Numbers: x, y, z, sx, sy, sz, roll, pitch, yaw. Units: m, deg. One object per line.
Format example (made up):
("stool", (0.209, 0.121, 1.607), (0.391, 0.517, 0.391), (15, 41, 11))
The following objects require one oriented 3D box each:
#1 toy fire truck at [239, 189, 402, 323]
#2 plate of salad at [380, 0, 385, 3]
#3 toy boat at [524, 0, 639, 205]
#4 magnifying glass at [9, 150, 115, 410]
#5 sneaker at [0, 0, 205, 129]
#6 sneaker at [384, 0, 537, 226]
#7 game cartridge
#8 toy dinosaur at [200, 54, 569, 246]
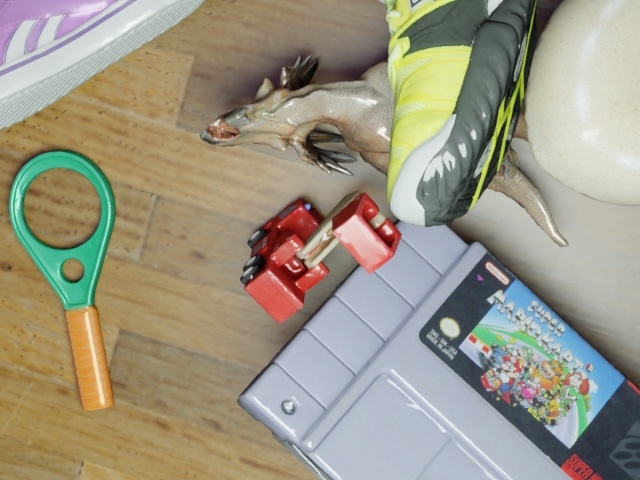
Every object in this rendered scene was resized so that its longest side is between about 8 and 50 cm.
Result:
("toy fire truck", (0.000, 0.000, 1.400), (0.135, 0.192, 0.047), (-39, 104, 14))
("plate of salad", (0.106, -0.281, 1.432), (0.200, 0.048, 0.200), (0, 94, 4))
("toy boat", (0.295, -0.074, 1.384), (0.267, 0.148, 0.318), (-30, 95, -21))
("magnifying glass", (-0.216, 0.035, 1.518), (0.092, 0.026, 0.231), (-9, 93, 7))
("sneaker", (-0.252, -0.197, 1.441), (0.282, 0.102, 0.161), (-33, 88, -16))
("sneaker", (0.092, -0.189, 1.281), (0.147, 0.145, 0.384), (11, 69, 8))
("game cartridge", (0.138, 0.162, 1.368), (0.355, 0.068, 0.230), (42, 74, -1))
("toy dinosaur", (0.070, -0.086, 1.419), (0.296, 0.200, 0.127), (31, 55, -23))
